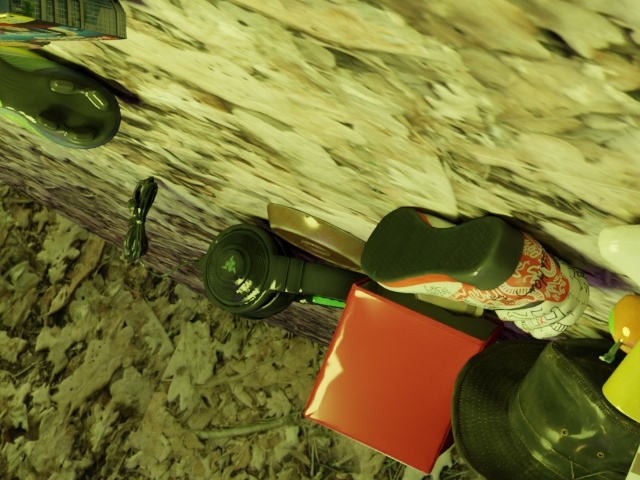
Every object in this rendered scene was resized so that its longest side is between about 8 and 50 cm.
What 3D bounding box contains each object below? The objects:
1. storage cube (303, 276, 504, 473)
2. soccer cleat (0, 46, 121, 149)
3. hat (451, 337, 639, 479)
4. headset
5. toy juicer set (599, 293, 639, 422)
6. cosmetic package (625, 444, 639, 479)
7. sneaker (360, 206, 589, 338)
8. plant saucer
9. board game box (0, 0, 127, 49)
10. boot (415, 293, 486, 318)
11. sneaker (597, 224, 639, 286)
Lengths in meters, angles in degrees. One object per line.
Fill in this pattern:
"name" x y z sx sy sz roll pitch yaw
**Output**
"storage cube" 0.112 0.170 1.900 0.215 0.193 0.184 23 -170 12
"soccer cleat" -0.355 -0.181 1.556 0.289 0.093 0.121 27 179 -9
"hat" 0.323 0.195 1.664 0.331 0.331 0.134 23 134 11
"headset" -0.098 0.022 2.103 0.394 0.185 0.243 9 174 5
"toy juicer set" 0.386 0.147 1.233 0.329 0.089 0.209 22 -162 -7
"cosmetic package" 0.490 0.249 1.483 0.217 0.156 0.385 20 174 31
"sneaker" 0.155 0.037 1.433 0.145 0.090 0.270 31 168 -24
"plant saucer" 0.000 0.000 1.889 0.168 0.029 0.168 24 171 4
"board game box" -0.263 -0.196 1.164 0.194 0.060 0.194 3 -178 28
"boot" 0.169 0.069 1.810 0.087 0.042 0.118 16 171 16
"sneaker" 0.306 0.060 1.104 0.212 0.094 0.080 25 174 0
